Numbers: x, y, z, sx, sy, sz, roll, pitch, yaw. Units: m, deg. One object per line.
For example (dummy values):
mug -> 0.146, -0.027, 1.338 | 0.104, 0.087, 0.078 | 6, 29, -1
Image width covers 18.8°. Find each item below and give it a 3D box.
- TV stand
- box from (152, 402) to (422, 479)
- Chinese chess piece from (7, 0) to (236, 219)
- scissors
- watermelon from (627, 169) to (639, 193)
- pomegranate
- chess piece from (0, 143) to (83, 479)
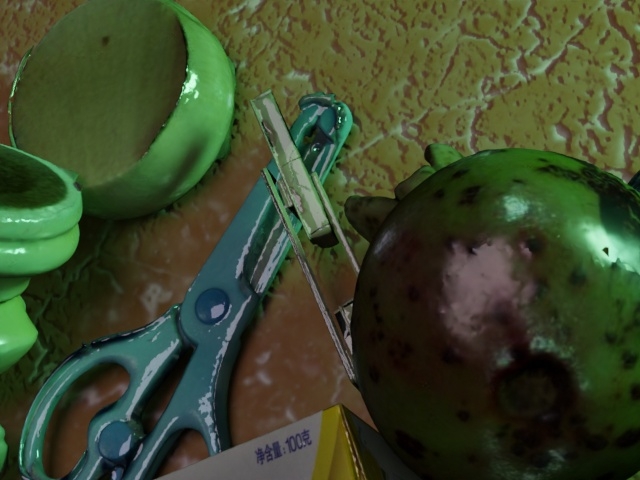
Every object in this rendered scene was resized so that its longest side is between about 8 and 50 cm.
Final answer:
TV stand -> 0.000, 0.000, 1.434 | 0.042, 0.036, 0.249 | -26, 69, 6
box -> -0.054, 0.222, 1.319 | 0.265, 0.168, 0.097 | -25, 57, 18
Chinese chess piece -> -0.159, -0.109, 1.564 | 0.188, 0.083, 0.188 | -12, 65, 27
scissors -> -0.088, 0.057, 1.482 | 0.180, 0.032, 0.393 | 27, 83, 25
watermelon -> 0.239, -0.024, 1.338 | 0.061, 0.085, 0.085 | 38, 89, -1
pomegranate -> 0.119, 0.056, 1.292 | 0.242, 0.242, 0.306 | -58, 16, -5
chess piece -> -0.297, 0.077, 1.499 | 0.176, 0.176, 0.298 | 33, 115, 33
